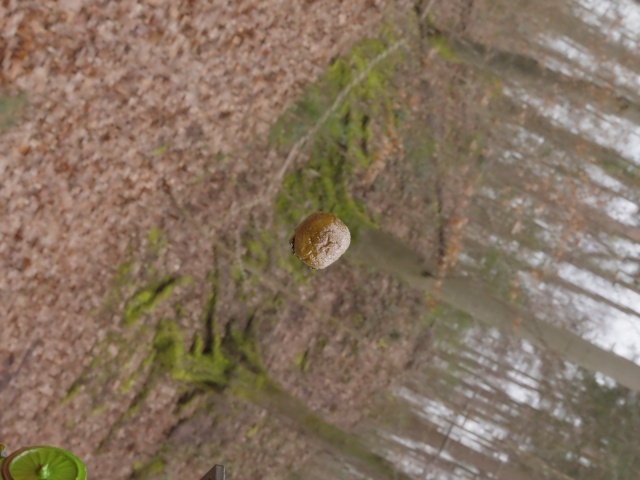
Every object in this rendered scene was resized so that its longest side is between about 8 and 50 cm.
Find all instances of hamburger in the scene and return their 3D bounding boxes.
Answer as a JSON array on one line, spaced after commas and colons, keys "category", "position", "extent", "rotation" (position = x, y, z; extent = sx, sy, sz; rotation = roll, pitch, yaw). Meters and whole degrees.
[{"category": "hamburger", "position": [0.000, 0.000, 1.436], "extent": [0.083, 0.076, 0.044], "rotation": [-52, -159, 3]}]

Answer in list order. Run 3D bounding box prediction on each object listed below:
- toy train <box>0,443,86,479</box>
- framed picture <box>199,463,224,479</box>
[{"category": "toy train", "position": [-0.271, 0.290, 0.878], "extent": [0.296, 0.160, 0.101], "rotation": [-130, -132, -58]}, {"category": "framed picture", "position": [-0.165, 0.419, 1.200], "extent": [0.184, 0.016, 0.250], "rotation": [-47, -148, 37]}]
